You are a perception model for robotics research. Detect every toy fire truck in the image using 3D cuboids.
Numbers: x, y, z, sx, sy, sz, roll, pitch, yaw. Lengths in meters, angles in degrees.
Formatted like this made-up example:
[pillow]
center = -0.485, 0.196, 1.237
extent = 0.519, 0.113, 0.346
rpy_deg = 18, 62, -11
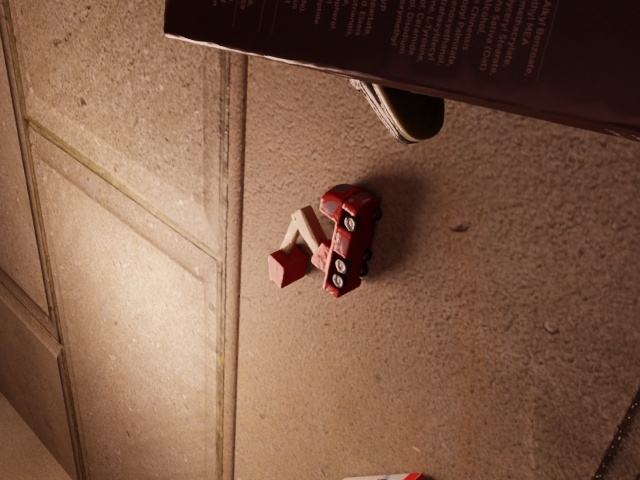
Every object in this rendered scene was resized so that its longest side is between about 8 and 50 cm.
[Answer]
[toy fire truck]
center = 0.000, 0.000, 0.852
extent = 0.135, 0.047, 0.192
rpy_deg = 35, 133, 31

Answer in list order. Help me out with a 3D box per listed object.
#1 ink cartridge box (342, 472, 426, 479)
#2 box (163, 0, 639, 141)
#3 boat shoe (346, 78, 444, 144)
[ink cartridge box]
center = 0.107, 0.406, 0.935
extent = 0.231, 0.078, 0.134
rpy_deg = -29, 89, 51
[box]
center = 0.093, -0.171, 0.482
extent = 0.381, 0.191, 0.143
rpy_deg = 19, 105, 30
[boat shoe]
center = 0.050, -0.193, 0.673
extent = 0.073, 0.080, 0.223
rpy_deg = -33, 80, 57
